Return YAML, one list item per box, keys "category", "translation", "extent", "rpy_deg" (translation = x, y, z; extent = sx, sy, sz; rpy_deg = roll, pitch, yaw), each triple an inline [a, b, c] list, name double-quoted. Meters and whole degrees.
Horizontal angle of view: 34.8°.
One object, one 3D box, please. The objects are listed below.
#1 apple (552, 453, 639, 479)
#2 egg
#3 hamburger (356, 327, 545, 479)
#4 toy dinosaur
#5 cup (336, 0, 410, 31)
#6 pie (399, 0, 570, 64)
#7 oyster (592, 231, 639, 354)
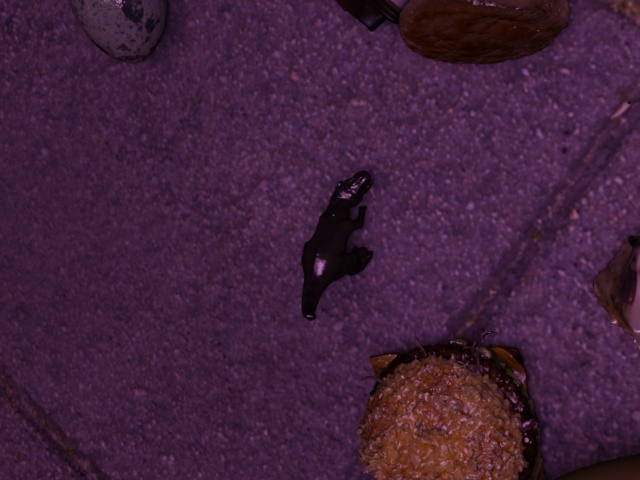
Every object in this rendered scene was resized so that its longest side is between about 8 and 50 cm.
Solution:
- category: "apple"
  translation: [0.346, 0.430, 1.018]
  extent: [0.474, 0.474, 0.473]
  rpy_deg: [3, 98, 26]
- category: "egg"
  translation: [-0.275, -0.329, 1.403]
  extent: [0.132, 0.132, 0.172]
  rpy_deg: [-7, 102, 27]
- category: "hamburger"
  translation: [0.155, 0.234, 1.255]
  extent: [0.243, 0.139, 0.261]
  rpy_deg: [-11, 92, 28]
- category: "toy dinosaur"
  translation: [0.000, 0.000, 1.281]
  extent: [0.087, 0.179, 0.187]
  rpy_deg: [11, 98, 24]
- category: "cup"
  translation: [0.094, -0.394, 1.191]
  extent: [0.280, 0.196, 0.196]
  rpy_deg: [-44, 77, 17]
- category: "pie"
  translation: [0.187, -0.257, 1.173]
  extent: [0.194, 0.163, 0.078]
  rpy_deg: [-2, 85, 14]
- category: "oyster"
  translation: [0.466, 0.073, 1.104]
  extent: [0.352, 0.115, 0.237]
  rpy_deg: [9, 109, 30]
